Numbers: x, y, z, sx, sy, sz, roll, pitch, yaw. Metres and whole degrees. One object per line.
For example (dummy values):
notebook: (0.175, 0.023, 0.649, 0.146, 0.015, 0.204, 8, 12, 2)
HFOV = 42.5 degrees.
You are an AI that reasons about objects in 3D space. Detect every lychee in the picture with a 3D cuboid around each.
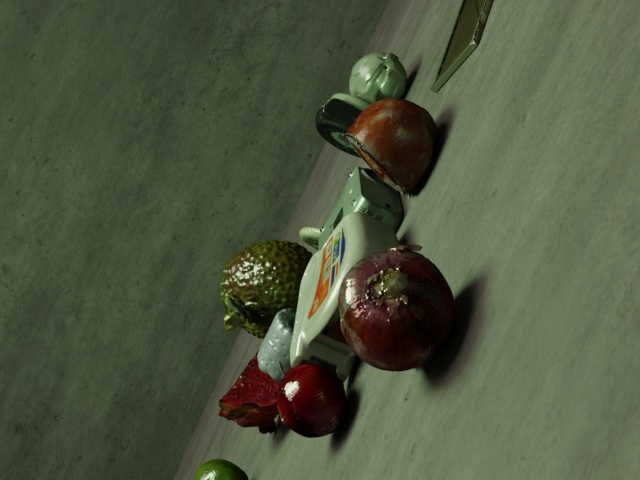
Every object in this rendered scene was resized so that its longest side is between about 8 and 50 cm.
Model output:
lychee: (-0.120, 0.123, 2.050, 0.320, 0.269, 0.270, -86, 20, -46)

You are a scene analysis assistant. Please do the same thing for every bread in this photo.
bread: (-0.004, -0.001, 2.174, 0.193, 0.112, 0.036, 143, 146, -75)

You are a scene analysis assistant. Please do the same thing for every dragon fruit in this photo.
dragon fruit: (-0.117, 0.356, 1.877, 0.262, 0.134, 0.212, -52, -16, -43)

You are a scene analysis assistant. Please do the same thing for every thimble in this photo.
thimble: (-0.040, 0.215, 1.613, 0.118, 0.151, 0.127, -63, 21, 19)

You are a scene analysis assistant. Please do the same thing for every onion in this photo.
onion: (0.101, 0.108, 1.083, 0.195, 0.159, 0.160, 76, -154, -50)
onion: (-0.014, 0.268, 1.379, 0.131, 0.131, 0.131, -156, 90, -82)

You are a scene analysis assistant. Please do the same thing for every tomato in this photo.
tomato: (0.153, -0.198, 1.620, 0.155, 0.180, 0.214, -47, 17, 4)

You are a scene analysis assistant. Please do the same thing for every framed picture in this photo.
framed picture: (0.324, -0.481, 1.767, 0.213, 0.016, 0.289, 134, 159, -67)

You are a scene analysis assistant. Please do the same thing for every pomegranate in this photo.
pomegranate: (-0.237, 0.591, 1.911, 0.191, 0.131, 0.152, 113, 175, -68)

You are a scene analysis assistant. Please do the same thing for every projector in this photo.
projector: (0.077, -0.031, 1.727, 0.198, 0.108, 0.250, -62, 8, 20)

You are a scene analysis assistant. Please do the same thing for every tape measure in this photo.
tape measure: (0.049, 0.097, 1.486, 0.265, 0.130, 0.258, -54, 15, 32)

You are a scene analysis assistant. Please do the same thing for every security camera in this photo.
security camera: (0.126, -0.379, 2.206, 0.277, 0.197, 0.191, -61, -2, -11)
